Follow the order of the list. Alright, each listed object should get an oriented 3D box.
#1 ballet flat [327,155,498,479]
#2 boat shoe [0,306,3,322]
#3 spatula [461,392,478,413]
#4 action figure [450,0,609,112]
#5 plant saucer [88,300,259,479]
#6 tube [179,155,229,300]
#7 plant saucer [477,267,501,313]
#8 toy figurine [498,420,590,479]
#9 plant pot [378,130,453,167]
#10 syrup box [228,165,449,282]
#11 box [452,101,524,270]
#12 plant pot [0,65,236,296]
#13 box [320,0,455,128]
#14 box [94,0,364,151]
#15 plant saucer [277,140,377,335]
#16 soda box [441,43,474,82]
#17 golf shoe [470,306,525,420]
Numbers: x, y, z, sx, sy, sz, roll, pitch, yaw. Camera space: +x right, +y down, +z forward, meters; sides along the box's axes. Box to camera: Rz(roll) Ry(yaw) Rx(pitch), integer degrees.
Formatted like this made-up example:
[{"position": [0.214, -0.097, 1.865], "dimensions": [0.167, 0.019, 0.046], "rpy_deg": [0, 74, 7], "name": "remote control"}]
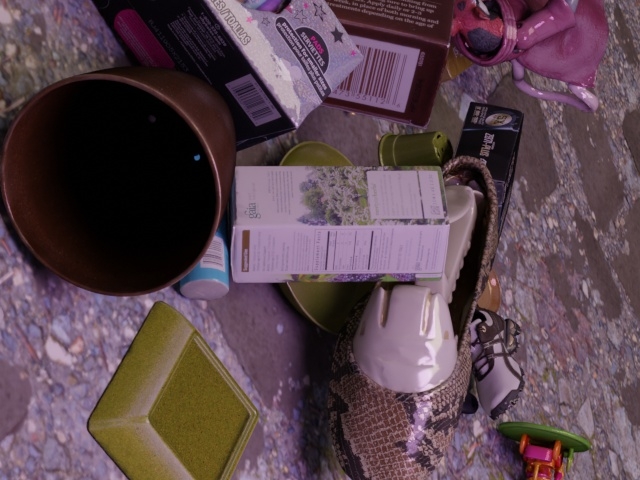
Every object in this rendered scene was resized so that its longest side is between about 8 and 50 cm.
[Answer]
[{"position": [0.117, 0.067, 1.785], "dimensions": [0.483, 0.164, 0.182], "rpy_deg": [-67, 168, -45], "name": "ballet flat"}, {"position": [-0.319, 0.079, 1.338], "dimensions": [0.100, 0.035, 0.035], "rpy_deg": [-48, 120, -45], "name": "boat shoe"}, {"position": [0.119, 0.192, 1.940], "dimensions": [0.296, 0.030, 0.084], "rpy_deg": [19, 62, -51], "name": "spatula"}, {"position": [0.251, -0.302, 2.126], "dimensions": [0.370, 0.248, 0.275], "rpy_deg": [-27, 126, -57], "name": "action figure"}, {"position": [-0.134, 0.184, 1.557], "dimensions": [0.188, 0.045, 0.188], "rpy_deg": [56, 38, -27], "name": "plant saucer"}, {"position": [-0.128, -0.038, 1.655], "dimensions": [0.080, 0.052, 0.207], "rpy_deg": [37, 43, -51], "name": "tube"}, {"position": [0.231, 0.068, 2.166], "dimensions": [0.083, 0.015, 0.083], "rpy_deg": [26, 56, -48], "name": "plant saucer"}, {"position": [0.297, 0.350, 2.100], "dimensions": [0.173, 0.130, 0.159], "rpy_deg": [58, 44, -67], "name": "toy figurine"}, {"position": [0.133, -0.113, 2.034], "dimensions": [0.083, 0.079, 0.083], "rpy_deg": [25, 59, -49], "name": "plant pot"}, {"position": [0.018, -0.018, 1.669], "dimensions": [0.096, 0.237, 0.093], "rpy_deg": [93, -6, -47], "name": "syrup box"}, {"position": [0.219, -0.072, 2.070], "dimensions": [0.180, 0.077, 0.147], "rpy_deg": [92, 14, -46], "name": "box"}, {"position": [-0.168, -0.086, 1.494], "dimensions": [0.215, 0.215, 0.230], "rpy_deg": [67, 21, -13], "name": "plant pot"}, {"position": [0.067, -0.320, 1.846], "dimensions": [0.143, 0.191, 0.381], "rpy_deg": [103, -1, -46], "name": "box"}, {"position": [-0.101, -0.237, 1.610], "dimensions": [0.247, 0.163, 0.142], "rpy_deg": [53, 53, -17], "name": "box"}, {"position": [0.000, 0.000, 1.833], "dimensions": [0.241, 0.037, 0.241], "rpy_deg": [26, 58, -50], "name": "plant saucer"}, {"position": [0.191, -0.277, 2.202], "dimensions": [0.181, 0.058, 0.061], "rpy_deg": [-38, 109, -54], "name": "soda box"}, {"position": [0.222, 0.163, 2.058], "dimensions": [0.094, 0.077, 0.198], "rpy_deg": [35, 26, -19], "name": "golf shoe"}]
